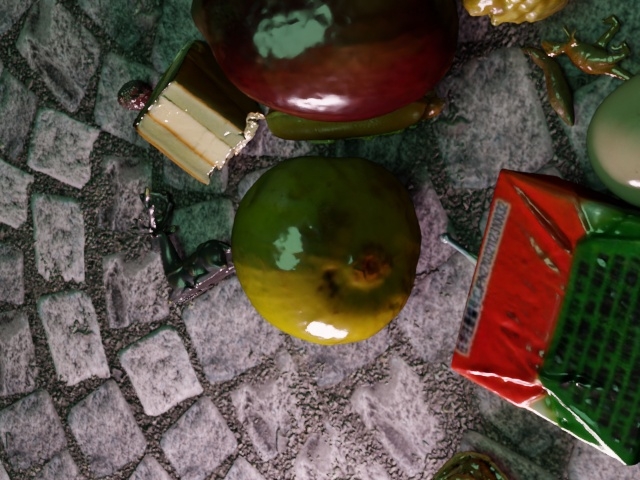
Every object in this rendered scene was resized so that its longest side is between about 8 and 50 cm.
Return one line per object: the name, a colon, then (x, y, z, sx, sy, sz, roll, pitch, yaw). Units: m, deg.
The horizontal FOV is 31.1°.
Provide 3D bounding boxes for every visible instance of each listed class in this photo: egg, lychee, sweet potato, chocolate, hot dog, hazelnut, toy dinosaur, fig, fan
egg: (0.514, -0.144, 1.635, 0.269, 0.219, 0.219, 4, 99, 21)
lychee: (-0.368, -0.288, 2.297, 0.083, 0.068, 0.067, 7, 143, 49)
sweet potato: (0.370, -0.251, 1.826, 0.041, 0.038, 0.153, -28, 78, 10)
chocolate: (0.404, 0.095, 1.735, 0.341, 0.161, 0.360, 27, 115, 36)
hot dog: (0.060, -0.220, 1.985, 0.337, 0.135, 0.100, -1, 118, 34)
hazelnut: (0.008, -0.367, 1.782, 0.421, 0.421, 0.352, 52, 149, 17)
toy dinosaur: (0.429, -0.271, 1.788, 0.126, 0.039, 0.162, -28, 88, 34)
fig: (-0.005, 0.009, 1.957, 0.343, 0.343, 0.343, 5, 100, 33)
fan: (0.278, 0.046, 1.942, 0.193, 0.016, 0.038, 38, 118, 23)

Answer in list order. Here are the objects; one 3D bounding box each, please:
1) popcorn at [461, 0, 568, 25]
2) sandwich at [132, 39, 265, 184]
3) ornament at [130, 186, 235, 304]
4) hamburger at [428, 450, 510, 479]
popcorn: (0.303, -0.449, 1.728, 0.249, 0.249, 0.225, -24, 76, 34)
sandwich: (-0.218, -0.245, 2.184, 0.198, 0.227, 0.155, 37, 119, -16)
ornament: (-0.277, -0.014, 2.268, 0.202, 0.080, 0.236, -34, 78, 36)
hamburger: (0.251, 0.475, 1.973, 0.206, 0.130, 0.183, -45, 73, 10)
